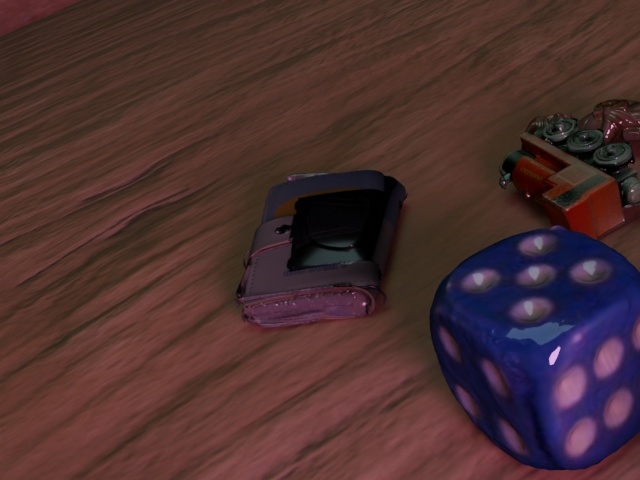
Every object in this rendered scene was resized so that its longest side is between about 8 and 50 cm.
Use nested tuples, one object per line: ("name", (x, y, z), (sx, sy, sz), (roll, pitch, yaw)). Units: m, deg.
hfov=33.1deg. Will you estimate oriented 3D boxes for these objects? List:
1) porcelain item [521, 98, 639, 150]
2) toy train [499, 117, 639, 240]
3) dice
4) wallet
("porcelain item", (0.334, -0.131, 1.222), (0.213, 0.054, 0.084), (-5, 18, 24))
("toy train", (0.260, -0.067, 1.142), (0.118, 0.074, 0.176), (-30, 33, -12))
("dice", (0.180, 0.085, 0.850), (0.143, 0.146, 0.146), (-31, 32, -18))
("wallet", (0.000, 0.000, 1.179), (0.170, 0.069, 0.231), (-4, 33, 15))
